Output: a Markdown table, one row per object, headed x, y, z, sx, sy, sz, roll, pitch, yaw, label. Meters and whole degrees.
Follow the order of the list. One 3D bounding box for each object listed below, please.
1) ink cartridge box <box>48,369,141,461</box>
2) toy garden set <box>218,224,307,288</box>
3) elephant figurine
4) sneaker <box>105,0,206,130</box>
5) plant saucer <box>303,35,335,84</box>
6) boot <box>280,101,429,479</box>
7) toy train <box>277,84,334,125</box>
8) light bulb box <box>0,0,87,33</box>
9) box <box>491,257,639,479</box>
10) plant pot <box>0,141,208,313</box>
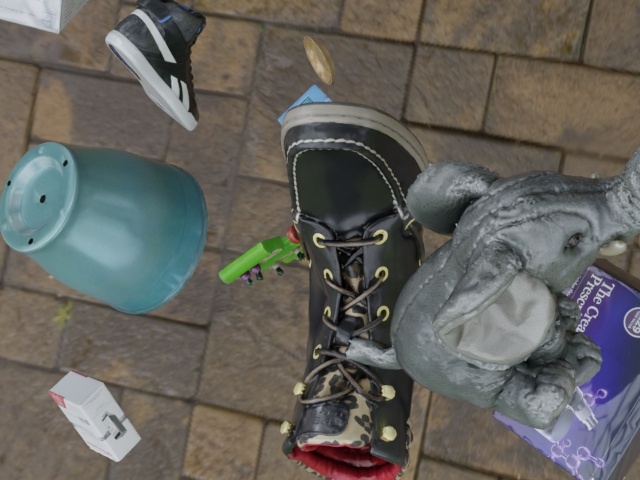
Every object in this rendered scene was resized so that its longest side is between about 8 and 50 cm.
| x | y | z | sx | sy | sz | roll | pitch | yaw | label |
| --- | --- | --- | --- | --- | --- | --- | --- | --- | --- |
| -0.369 | 0.287 | 1.603 | 0.099 | 0.056 | 0.135 | 11 | 136 | 44 | ink cartridge box |
| 0.000 | 0.000 | 1.453 | 0.204 | 0.244 | 0.049 | -34 | 80 | 41 | toy garden set |
| 0.135 | 0.011 | 0.702 | 0.186 | 0.239 | 0.169 | -39 | 57 | -24 | elephant figurine |
| -0.187 | -0.242 | 1.311 | 0.079 | 0.217 | 0.121 | 37 | 82 | 28 | sneaker |
| 0.001 | -0.285 | 1.531 | 0.015 | 0.083 | 0.083 | -30 | 83 | -11 | plant saucer |
| 0.031 | 0.067 | 0.961 | 0.138 | 0.377 | 0.284 | 3 | 64 | 10 | boot |
| 0.034 | -0.098 | 1.152 | 0.080 | 0.105 | 0.184 | -43 | 125 | 8 | toy train |
| -0.558 | -0.667 | 1.965 | 0.225 | 0.358 | 0.361 | 14 | 124 | -2 | light bulb box |
| 0.382 | 0.179 | 1.329 | 0.184 | 0.103 | 0.261 | 34 | 107 | 30 | box |
| -0.371 | -0.039 | 1.609 | 0.272 | 0.255 | 0.271 | -13 | 67 | 32 | plant pot |
